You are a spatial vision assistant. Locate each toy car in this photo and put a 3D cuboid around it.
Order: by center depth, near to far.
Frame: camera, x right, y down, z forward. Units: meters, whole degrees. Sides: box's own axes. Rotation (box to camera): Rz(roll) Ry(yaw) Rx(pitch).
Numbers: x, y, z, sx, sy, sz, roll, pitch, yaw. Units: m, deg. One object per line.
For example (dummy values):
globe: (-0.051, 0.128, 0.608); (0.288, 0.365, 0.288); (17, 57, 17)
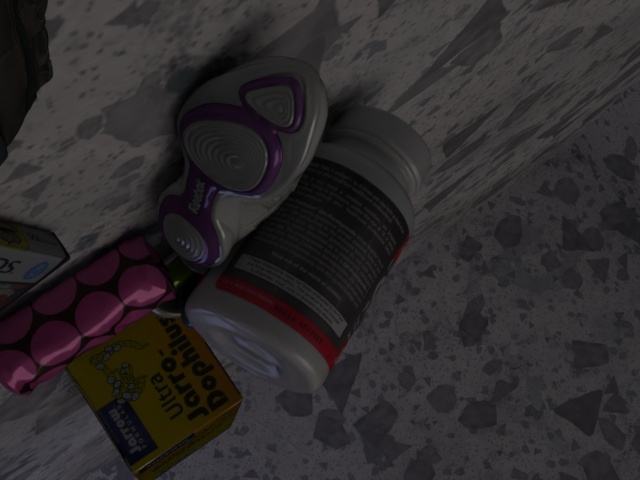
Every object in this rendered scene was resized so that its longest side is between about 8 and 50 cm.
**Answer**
toy car: (-0.127, 0.050, 1.048); (0.182, 0.136, 0.159); (-24, 164, -50)

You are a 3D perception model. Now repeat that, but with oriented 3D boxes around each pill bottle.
pill bottle: (0.000, 0.000, 0.955); (0.318, 0.176, 0.176); (-57, 178, -23)

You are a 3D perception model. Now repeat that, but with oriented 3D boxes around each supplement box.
supplement box: (-0.269, 0.264, 1.370); (0.195, 0.194, 0.356); (-33, 169, -18)

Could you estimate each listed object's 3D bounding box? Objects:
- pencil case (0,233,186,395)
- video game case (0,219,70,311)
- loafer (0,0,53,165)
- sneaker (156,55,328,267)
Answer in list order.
pencil case: (-0.259, 0.085, 0.905); (0.209, 0.095, 0.098); (-32, 174, -13)
video game case: (-0.363, 0.071, 0.648); (0.275, 0.035, 0.248); (-37, 170, 3)
loafer: (-0.166, -0.115, 0.371); (0.084, 0.096, 0.267); (-54, -176, -23)
sneaker: (-0.065, -0.091, 0.783); (0.152, 0.114, 0.305); (-46, -179, -34)
